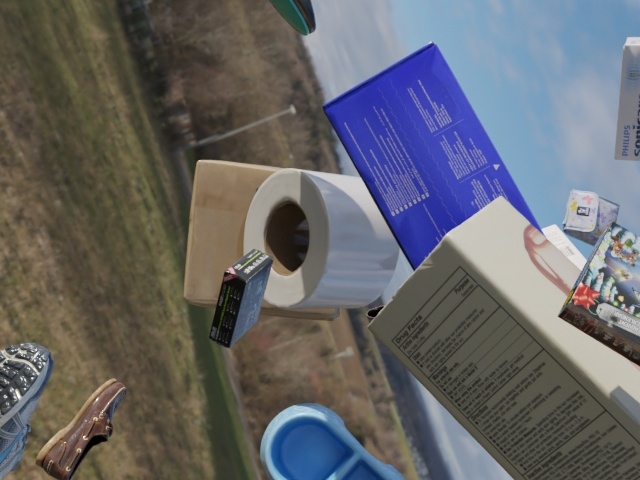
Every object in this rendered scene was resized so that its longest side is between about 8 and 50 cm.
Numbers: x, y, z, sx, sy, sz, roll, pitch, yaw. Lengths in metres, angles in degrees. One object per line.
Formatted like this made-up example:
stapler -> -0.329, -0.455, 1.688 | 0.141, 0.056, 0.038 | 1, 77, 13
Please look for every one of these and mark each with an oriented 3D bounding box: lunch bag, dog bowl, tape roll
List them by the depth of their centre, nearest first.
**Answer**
lunch bag -> 0.426, -0.035, 1.388 | 0.053, 0.083, 0.071 | -26, -136, 67
dog bowl -> 0.024, 0.406, 1.487 | 0.297, 0.166, 0.074 | 42, -6, 9
tape roll -> 0.000, 0.000, 1.565 | 0.169, 0.246, 0.246 | 3, 56, -40

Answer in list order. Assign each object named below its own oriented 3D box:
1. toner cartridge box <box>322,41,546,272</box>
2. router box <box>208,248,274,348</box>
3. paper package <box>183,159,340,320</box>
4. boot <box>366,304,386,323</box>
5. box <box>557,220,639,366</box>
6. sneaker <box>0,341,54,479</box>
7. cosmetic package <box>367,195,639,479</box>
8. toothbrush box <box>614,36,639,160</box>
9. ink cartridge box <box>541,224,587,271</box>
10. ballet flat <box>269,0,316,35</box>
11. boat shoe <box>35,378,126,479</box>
toner cartridge box -> 0.158, -0.057, 1.115 | 0.348, 0.165, 0.075 | 61, 6, 2
router box -> -0.116, 0.084, 1.284 | 0.092, 0.038, 0.123 | -40, 151, -59
paper package -> -0.113, 0.002, 1.829 | 0.168, 0.324, 0.310 | 146, -50, -82
boot -> 0.154, 0.156, 1.758 | 0.087, 0.118, 0.042 | 44, 36, -44
box -> 0.265, 0.057, 0.680 | 0.137, 0.094, 0.027 | 32, -31, 9
sneaker -> -0.486, 0.281, 1.300 | 0.110, 0.283, 0.122 | 27, -14, 30
cosmetic package -> 0.211, 0.121, 0.830 | 0.296, 0.153, 0.129 | 46, 40, 11
toothbrush box -> 0.670, -0.244, 1.531 | 0.122, 0.283, 0.206 | -40, 133, -61
ink cartridge box -> 0.422, 0.102, 1.618 | 0.100, 0.171, 0.237 | 83, -17, -45
ballet flat -> -0.091, -0.499, 1.583 | 0.280, 0.096, 0.095 | 43, -12, -8
boat shoe -> -0.405, 0.336, 1.546 | 0.073, 0.207, 0.073 | 26, -37, 15
